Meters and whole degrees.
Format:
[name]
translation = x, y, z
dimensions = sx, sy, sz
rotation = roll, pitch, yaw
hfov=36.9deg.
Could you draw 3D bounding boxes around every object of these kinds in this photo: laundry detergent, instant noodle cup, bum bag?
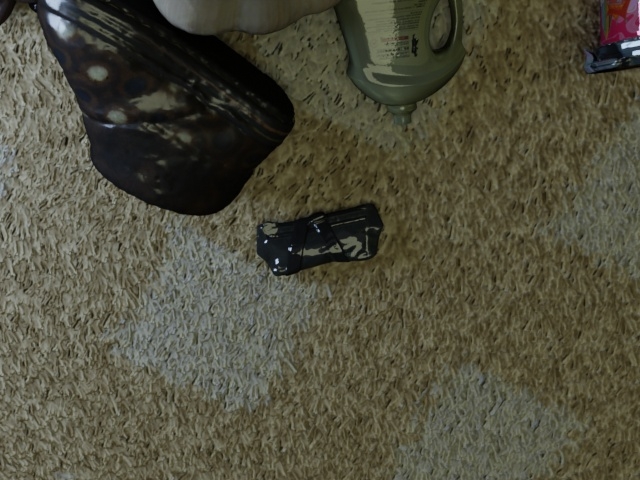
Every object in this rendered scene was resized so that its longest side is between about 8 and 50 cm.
[laundry detergent]
translation = 0.111, -0.288, 1.335
dimensions = 0.181, 0.091, 0.253
rotation = -7, 109, -4
[instant noodle cup]
translation = 0.470, -0.327, 1.261
dimensions = 0.303, 0.258, 0.181
rotation = -14, 97, -41
[bum bag]
translation = 0.000, 0.000, 1.462
dimensions = 0.198, 0.049, 0.087
rotation = -11, 85, 4

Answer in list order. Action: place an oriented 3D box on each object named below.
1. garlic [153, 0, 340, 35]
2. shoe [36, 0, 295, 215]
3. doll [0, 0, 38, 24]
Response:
[garlic]
translation = -0.100, -0.407, 1.210
dimensions = 0.322, 0.241, 0.321
rotation = -5, 101, -25
[shoe]
translation = -0.242, -0.191, 1.304
dimensions = 0.384, 0.171, 0.237
rotation = 31, 111, -25
[doll]
translation = -0.451, -0.368, 1.286
dimensions = 0.258, 0.117, 0.181
rotation = -14, 119, 7
